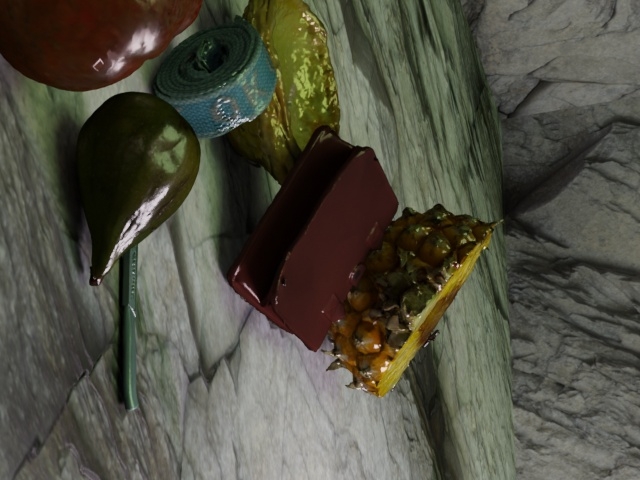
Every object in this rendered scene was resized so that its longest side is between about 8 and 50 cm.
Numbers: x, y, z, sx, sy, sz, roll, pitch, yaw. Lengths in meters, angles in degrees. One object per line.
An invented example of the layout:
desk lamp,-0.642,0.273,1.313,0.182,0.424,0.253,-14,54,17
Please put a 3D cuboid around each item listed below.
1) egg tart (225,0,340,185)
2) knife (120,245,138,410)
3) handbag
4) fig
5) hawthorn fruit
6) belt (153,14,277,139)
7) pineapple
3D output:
egg tart,-0.066,-0.199,1.914,0.294,0.123,0.294,-8,90,-70
knife,-0.201,0.078,1.490,0.028,0.015,0.210,36,46,-59
handbag,0.001,0.000,1.901,0.260,0.084,0.275,-60,158,-10
fig,-0.206,-0.060,1.419,0.126,0.185,0.133,44,-11,0
hawthorn fruit,-0.235,-0.263,1.259,0.262,0.210,0.210,52,25,-16
belt,-0.125,-0.194,1.671,0.163,0.148,0.082,54,-12,58
pineapple,0.088,0.052,2.089,0.344,0.209,0.286,-56,166,3
